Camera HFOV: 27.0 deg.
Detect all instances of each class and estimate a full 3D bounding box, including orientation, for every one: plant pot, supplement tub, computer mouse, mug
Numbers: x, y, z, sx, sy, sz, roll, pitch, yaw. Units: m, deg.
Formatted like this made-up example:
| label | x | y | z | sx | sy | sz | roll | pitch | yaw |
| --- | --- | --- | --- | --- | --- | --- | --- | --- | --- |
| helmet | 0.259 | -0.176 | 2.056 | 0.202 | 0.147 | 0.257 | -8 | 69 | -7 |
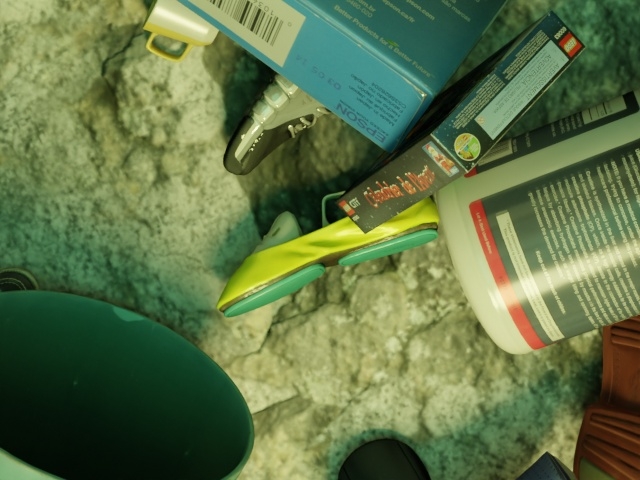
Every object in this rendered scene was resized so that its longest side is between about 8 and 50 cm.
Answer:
| label | x | y | z | sx | sy | sz | roll | pitch | yaw |
| --- | --- | --- | --- | --- | --- | --- | --- | --- | --- |
| plant pot | -0.236 | 0.223 | 1.203 | 0.293 | 0.293 | 0.235 | 21 | 113 | -5 |
| supplement tub | 0.258 | -0.025 | 1.191 | 0.272 | 0.191 | 0.191 | -21 | 100 | 15 |
| computer mouse | 0.134 | 0.311 | 1.325 | 0.184 | 0.060 | 0.262 | -18 | 95 | -8 |
| mug | -0.127 | -0.209 | 1.246 | 0.064 | 0.078 | 0.062 | 24 | 65 | -14 |

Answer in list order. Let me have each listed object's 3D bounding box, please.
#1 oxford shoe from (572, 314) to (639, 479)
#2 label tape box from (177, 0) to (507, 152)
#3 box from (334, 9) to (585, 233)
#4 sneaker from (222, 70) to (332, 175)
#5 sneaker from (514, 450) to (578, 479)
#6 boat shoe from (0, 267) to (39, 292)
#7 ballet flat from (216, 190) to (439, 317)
| label | x | y | z | sx | sy | sz | roll | pitch | yaw |
| --- | --- | --- | --- | --- | --- | --- | --- | --- | --- |
| oxford shoe | 0.350 | 0.111 | 1.299 | 0.130 | 0.123 | 0.348 | 19 | 92 | -42 |
| label tape box | 0.065 | -0.273 | 1.172 | 0.240 | 0.106 | 0.334 | 36 | 59 | 2 |
| box | 0.114 | -0.096 | 1.153 | 0.044 | 0.233 | 0.159 | 45 | 69 | -5 |
| sneaker | 0.018 | -0.129 | 1.244 | 0.132 | 0.086 | 0.229 | 36 | 96 | -9 |
| sneaker | 0.101 | 0.316 | 1.227 | 0.182 | 0.127 | 0.315 | 36 | 98 | -18 |
| boat shoe | -0.354 | 0.106 | 1.280 | 0.206 | 0.065 | 0.075 | -39 | 98 | 5 |
| ballet flat | 0.000 | 0.000 | 1.278 | 0.230 | 0.077 | 0.077 | -21 | 78 | -1 |
